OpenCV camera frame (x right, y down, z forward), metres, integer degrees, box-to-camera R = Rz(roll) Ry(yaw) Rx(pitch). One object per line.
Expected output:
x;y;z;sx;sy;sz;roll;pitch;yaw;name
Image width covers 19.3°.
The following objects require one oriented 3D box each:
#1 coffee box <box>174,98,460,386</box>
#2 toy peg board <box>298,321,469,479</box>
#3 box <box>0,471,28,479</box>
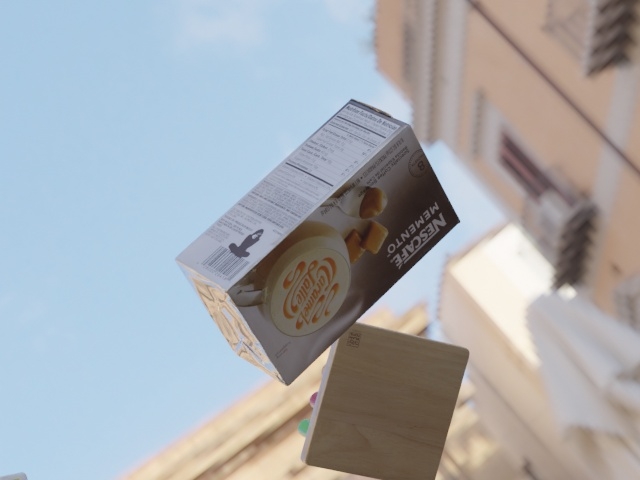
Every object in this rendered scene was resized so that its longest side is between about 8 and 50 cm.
0.000;0.000;1.836;0.246;0.098;0.141;-42;-51;-17;coffee box
0.058;0.174;2.064;0.161;0.079;0.160;14;-89;-26;toy peg board
-0.334;0.377;2.004;0.101;0.244;0.060;-8;-22;-32;box
